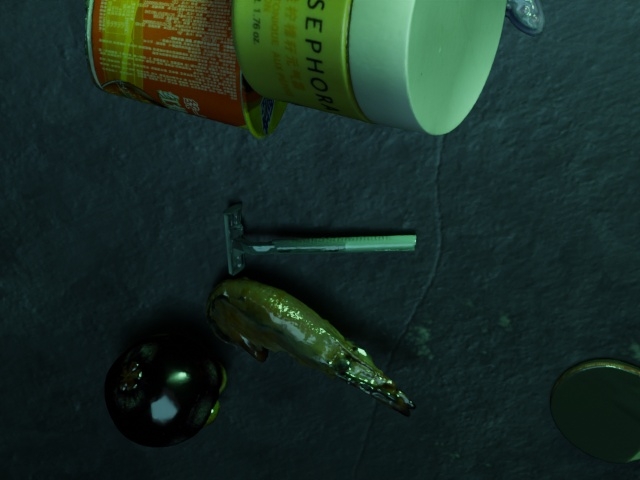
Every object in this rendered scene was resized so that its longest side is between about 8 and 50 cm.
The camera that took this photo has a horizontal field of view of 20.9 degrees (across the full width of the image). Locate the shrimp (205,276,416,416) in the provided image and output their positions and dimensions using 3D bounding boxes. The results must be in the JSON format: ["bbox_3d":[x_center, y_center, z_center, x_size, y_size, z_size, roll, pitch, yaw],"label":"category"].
[{"bbox_3d":[-0.009,0.122,1.974,0.262,0.066,0.117,35,149,-4],"label":"shrimp"}]

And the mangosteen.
[{"bbox_3d":[-0.169,0.177,2.001,0.137,0.137,0.151,-36,145,25],"label":"mangosteen"}]

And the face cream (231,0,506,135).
[{"bbox_3d":[0.047,-0.218,1.593,0.179,0.218,0.218,15,125,25],"label":"face cream"}]

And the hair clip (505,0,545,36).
[{"bbox_3d":[0.154,-0.234,1.703,0.137,0.090,0.278,44,118,9],"label":"hair clip"}]

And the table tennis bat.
[{"bbox_3d":[0.364,0.216,2.001,0.220,0.019,0.130,34,121,-11],"label":"table tennis bat"}]

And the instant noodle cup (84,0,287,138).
[{"bbox_3d":[-0.123,-0.215,1.706,0.174,0.213,0.213,9,123,12],"label":"instant noodle cup"}]

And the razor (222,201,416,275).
[{"bbox_3d":[0.000,0.004,1.912,0.211,0.036,0.084,2,124,8],"label":"razor"}]
